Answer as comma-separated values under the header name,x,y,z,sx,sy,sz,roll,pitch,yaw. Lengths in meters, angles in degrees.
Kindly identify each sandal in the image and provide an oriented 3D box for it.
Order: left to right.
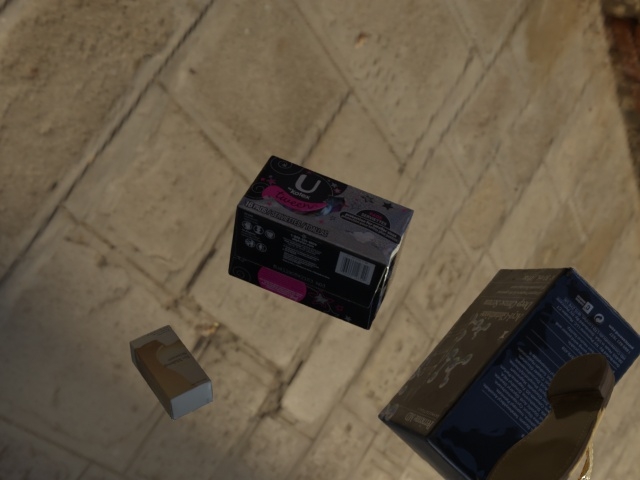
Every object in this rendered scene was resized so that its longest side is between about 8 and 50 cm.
name,x,y,z,sx,sy,sz,roll,pitch,yaw
sandal,0.240,0.212,0.970,0.240,0.088,0.079,-46,112,-42

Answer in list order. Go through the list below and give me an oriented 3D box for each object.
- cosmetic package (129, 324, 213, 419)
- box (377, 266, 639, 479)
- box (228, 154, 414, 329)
name,x,y,z,sx,sy,sz,roll,pitch,yaw
cosmetic package,-0.187,0.164,1.253,0.060,0.115,0.041,-24,137,-26
box,0.338,0.259,1.830,0.212,0.293,0.395,43,79,-8
box,0.000,0.000,1.570,0.163,0.247,0.142,103,11,-45
